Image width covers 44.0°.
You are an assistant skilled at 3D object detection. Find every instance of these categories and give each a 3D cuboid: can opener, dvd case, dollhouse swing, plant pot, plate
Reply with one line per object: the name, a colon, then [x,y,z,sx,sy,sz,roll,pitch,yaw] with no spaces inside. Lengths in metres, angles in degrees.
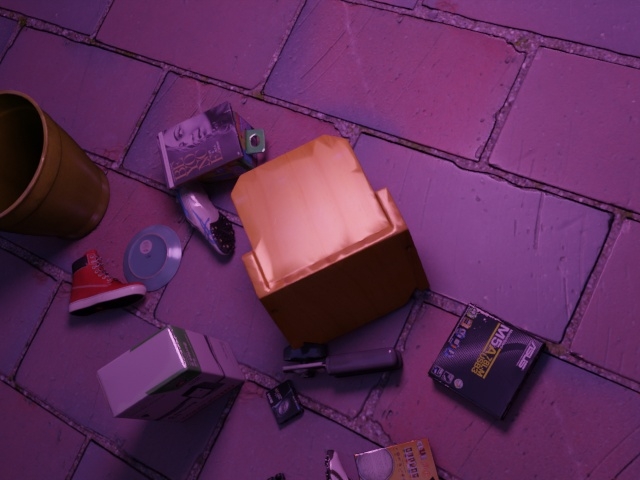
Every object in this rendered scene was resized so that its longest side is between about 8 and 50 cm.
can opener: [0.042,0.263,1.811,0.283,0.076,0.095,-11,70,19]
dvd case: [-0.309,-0.241,2.010,0.221,0.018,0.165,-22,68,16]
dollhouse swing: [0.007,-0.002,1.804,0.346,0.315,0.305,-26,48,1]
plant pot: [-0.770,-0.160,2.144,0.366,0.353,0.367,-7,70,21]
plate: [-0.458,0.044,2.129,0.188,0.024,0.188,-7,72,22]

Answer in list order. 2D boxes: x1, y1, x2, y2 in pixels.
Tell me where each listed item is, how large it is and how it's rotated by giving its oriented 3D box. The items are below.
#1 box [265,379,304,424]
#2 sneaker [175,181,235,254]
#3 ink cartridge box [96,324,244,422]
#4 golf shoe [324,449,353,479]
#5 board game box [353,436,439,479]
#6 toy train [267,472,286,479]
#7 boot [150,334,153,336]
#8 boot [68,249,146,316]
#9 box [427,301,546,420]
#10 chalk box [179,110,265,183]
box: [-0.084,0.379,1.860,0.067,0.018,0.083,-31,64,11]
sneaker: [-0.299,-0.049,2.066,0.086,0.085,0.237,-51,62,32]
ink cartridge box: [-0.338,0.316,1.840,0.211,0.289,0.122,-34,66,11]
golf shoe: [0.065,0.547,1.720,0.093,0.077,0.198,-16,69,0]
board game box: [0.176,0.551,1.649,0.164,0.042,0.243,-12,67,-2]
toy train: [-0.147,0.580,1.820,0.158,0.027,0.036,-29,75,12]
boot: [-0.464,0.306,2.038,0.086,0.042,0.119,-9,70,23]
boot: [-0.575,0.096,2.131,0.244,0.088,0.176,-13,67,23]
box: [0.354,0.256,1.694,0.184,0.045,0.191,30,88,31]
chalk box: [-0.246,-0.245,2.067,0.212,0.132,0.133,-11,70,20]
